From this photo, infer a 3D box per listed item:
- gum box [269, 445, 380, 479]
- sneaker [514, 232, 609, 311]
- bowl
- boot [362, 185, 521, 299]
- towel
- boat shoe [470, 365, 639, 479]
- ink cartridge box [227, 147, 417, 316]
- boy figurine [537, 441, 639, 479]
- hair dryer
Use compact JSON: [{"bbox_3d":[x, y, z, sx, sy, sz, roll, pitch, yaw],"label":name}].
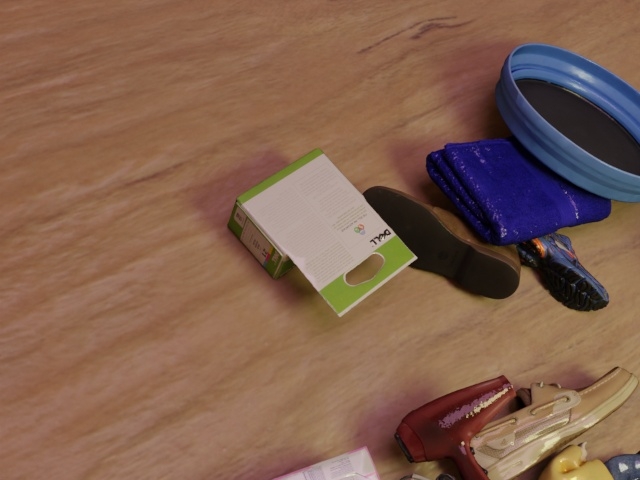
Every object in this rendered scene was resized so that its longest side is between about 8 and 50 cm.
[{"bbox_3d":[-0.011,0.359,1.250,0.188,0.107,0.062,-14,66,-22],"label":"gum box"},{"bbox_3d":[0.429,0.034,1.568,0.221,0.083,0.087,45,55,9],"label":"sneaker"},{"bbox_3d":[0.504,-0.222,1.666,0.391,0.077,0.391,18,40,-15],"label":"bowl"},{"bbox_3d":[0.209,-0.011,1.538,0.305,0.112,0.115,30,35,1],"label":"boot"},{"bbox_3d":[0.361,-0.107,1.577,0.308,0.076,0.227,-14,54,-35],"label":"towel"},{"bbox_3d":[0.355,0.272,1.389,0.341,0.121,0.110,-25,69,-23],"label":"boat shoe"},{"bbox_3d":[0.000,0.000,1.461,0.189,0.097,0.255,-35,77,-29],"label":"ink cartridge box"},{"bbox_3d":[0.402,0.402,1.349,0.285,0.092,0.177,-9,65,-19],"label":"boy figurine"},{"bbox_3d":[0.210,0.329,1.286,0.224,0.080,0.293,18,72,12],"label":"hair dryer"}]
